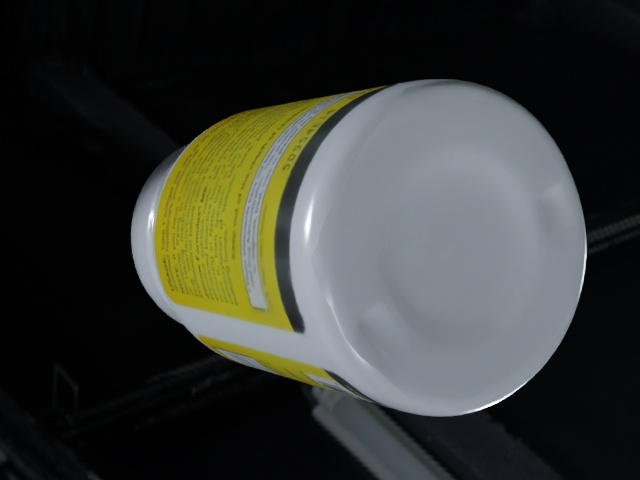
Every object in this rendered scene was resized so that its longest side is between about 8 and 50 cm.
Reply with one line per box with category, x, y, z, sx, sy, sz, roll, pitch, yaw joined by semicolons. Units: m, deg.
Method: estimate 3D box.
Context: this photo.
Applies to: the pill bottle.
pill bottle;0.000;0.000;0.481;0.119;0.119;0.208;-10;-173;-28
